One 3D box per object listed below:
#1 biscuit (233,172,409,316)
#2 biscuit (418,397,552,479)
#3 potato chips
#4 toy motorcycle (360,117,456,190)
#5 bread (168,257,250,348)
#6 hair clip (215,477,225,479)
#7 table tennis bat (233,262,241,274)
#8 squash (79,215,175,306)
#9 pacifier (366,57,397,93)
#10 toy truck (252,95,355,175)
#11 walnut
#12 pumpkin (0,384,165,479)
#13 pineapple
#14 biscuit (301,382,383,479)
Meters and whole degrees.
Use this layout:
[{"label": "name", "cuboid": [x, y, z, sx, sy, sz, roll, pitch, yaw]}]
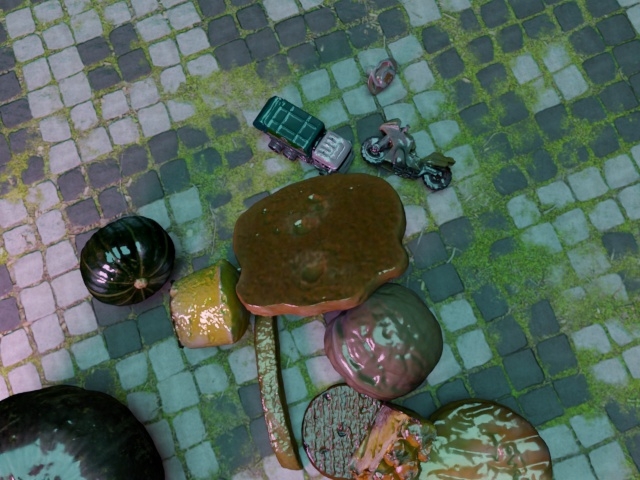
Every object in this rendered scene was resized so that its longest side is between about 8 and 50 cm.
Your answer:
[{"label": "biscuit", "cuboid": [0.001, 0.001, 1.221, 0.385, 0.062, 0.365, -13, 49, 5]}, {"label": "biscuit", "cuboid": [0.332, 0.483, 1.185, 0.296, 0.102, 0.296, -1, 81, 4]}, {"label": "potato chips", "cuboid": [-0.106, 0.312, 1.262, 0.057, 0.080, 0.406, -13, 77, 11]}, {"label": "toy motorcycle", "cuboid": [0.215, -0.211, 1.341, 0.229, 0.094, 0.129, 23, 79, 3]}, {"label": "bread", "cuboid": [-0.239, 0.143, 1.244, 0.171, 0.197, 0.197, -14, 78, 7]}, {"label": "hair clip", "cuboid": [-0.186, 0.579, 1.237, 0.137, 0.022, 0.054, 31, 81, 9]}, {"label": "table tennis bat", "cuboid": [-0.151, 0.052, 1.346, 0.234, 0.022, 0.131, -24, 78, -3]}, {"label": "squash", "cuboid": [-0.433, 0.045, 1.270, 0.218, 0.218, 0.172, -29, 46, -3]}, {"label": "pacifier", "cuboid": [0.143, -0.419, 1.404, 0.099, 0.081, 0.078, -45, 51, -6]}, {"label": "toy truck", "cuboid": [-0.042, -0.249, 1.352, 0.253, 0.124, 0.114, 32, 84, 11]}, {"label": "walnut", "cuboid": [0.135, 0.216, 1.184, 0.248, 0.248, 0.248, -1, 78, 3]}, {"label": "pumpkin", "cuboid": [-0.539, 0.513, 1.111, 0.455, 0.344, 0.454, 3, 74, -12]}, {"label": "pineapple", "cuboid": [0.156, 0.418, 1.157, 0.114, 0.186, 0.236, 27, 119, -13]}, {"label": "biscuit", "cuboid": [0.060, 0.424, 1.246, 0.212, 0.036, 0.212, 0, 80, 2]}]
